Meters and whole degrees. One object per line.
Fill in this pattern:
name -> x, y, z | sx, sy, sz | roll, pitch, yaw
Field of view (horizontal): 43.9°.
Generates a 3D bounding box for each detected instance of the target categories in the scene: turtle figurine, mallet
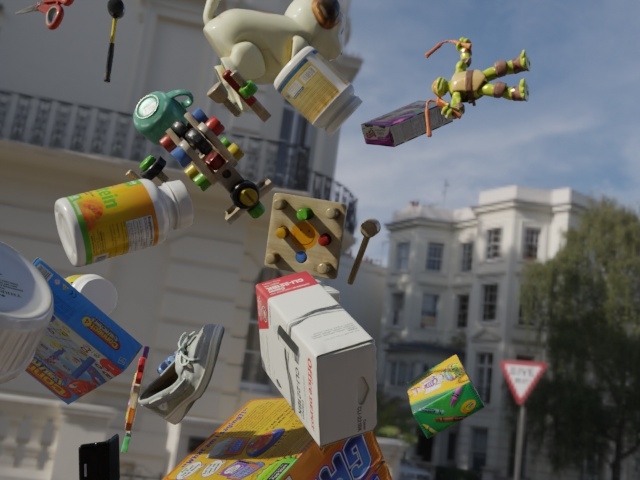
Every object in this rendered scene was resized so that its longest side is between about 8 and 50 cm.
turtle figurine -> 0.319, -0.315, 1.644 | 0.217, 0.270, 0.087 | -1, -35, 25
mallet -> -0.470, -0.454, 1.790 | 0.039, 0.190, 0.062 | 7, -8, -11

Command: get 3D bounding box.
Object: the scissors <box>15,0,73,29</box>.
scissors -> -0.626, -0.541, 1.801 | 0.021, 0.109, 0.297 | 22, 5, -41

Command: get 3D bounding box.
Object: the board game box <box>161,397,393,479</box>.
board game box -> -0.077, 0.610, 1.851 | 0.356, 0.356, 0.356 | -11, 17, 39

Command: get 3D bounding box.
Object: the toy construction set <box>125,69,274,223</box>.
toy construction set -> -0.191, -0.178, 1.666 | 0.237, 0.309, 0.257 | 45, -28, -23

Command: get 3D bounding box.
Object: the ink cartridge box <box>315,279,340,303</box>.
ink cartridge box -> -0.034, 0.228, 2.216 | 0.121, 0.211, 0.289 | 0, 4, -12

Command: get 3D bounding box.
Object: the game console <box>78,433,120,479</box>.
game console -> -0.535, 0.541, 1.923 | 0.107, 0.122, 0.071 | -2, 2, -25

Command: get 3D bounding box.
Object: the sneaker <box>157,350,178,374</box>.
sneaker -> -0.421, 0.354, 2.350 | 0.144, 0.053, 0.059 | -27, -31, -41

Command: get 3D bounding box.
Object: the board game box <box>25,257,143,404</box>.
board game box -> -0.616, 0.220, 1.836 | 0.308, 0.086, 0.302 | 44, -45, -15

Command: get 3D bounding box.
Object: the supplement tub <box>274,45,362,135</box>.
supplement tub -> -0.004, -0.380, 2.030 | 0.199, 0.144, 0.144 | 44, -19, -3

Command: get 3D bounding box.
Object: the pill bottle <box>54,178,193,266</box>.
pill bottle -> -0.383, -0.045, 1.564 | 0.245, 0.136, 0.136 | -18, -1, -28

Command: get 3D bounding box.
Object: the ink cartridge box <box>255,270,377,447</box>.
ink cartridge box -> -0.012, 0.208, 1.437 | 0.114, 0.197, 0.273 | -14, 29, -23

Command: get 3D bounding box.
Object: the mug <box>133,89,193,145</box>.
mug -> -0.426, -0.342, 2.110 | 0.129, 0.158, 0.097 | 12, -17, 34

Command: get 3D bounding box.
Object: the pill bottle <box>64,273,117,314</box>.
pill bottle -> -0.605, 0.146, 2.047 | 0.119, 0.119, 0.208 | 15, -12, -31

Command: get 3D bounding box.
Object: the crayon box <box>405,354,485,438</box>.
crayon box -> 0.322, 0.404, 2.082 | 0.165, 0.081, 0.278 | -30, 3, 5

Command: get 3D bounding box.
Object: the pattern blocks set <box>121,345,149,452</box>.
pattern blocks set -> -0.569, 0.480, 2.429 | 0.026, 0.325, 0.285 | 12, 6, -9

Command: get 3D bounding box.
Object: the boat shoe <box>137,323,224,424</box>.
boat shoe -> -0.296, 0.282, 1.700 | 0.103, 0.118, 0.320 | 25, -47, -14

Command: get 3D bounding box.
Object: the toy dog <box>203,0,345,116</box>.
toy dog -> -0.119, -0.589, 2.360 | 0.407, 0.395, 0.284 | -23, 0, -10

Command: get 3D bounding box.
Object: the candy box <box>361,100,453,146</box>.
candy box -> 0.265, -0.361, 2.429 | 0.233, 0.071, 0.159 | -25, 21, -25

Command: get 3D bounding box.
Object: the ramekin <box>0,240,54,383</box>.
ramekin -> -0.572, 0.099, 1.317 | 0.273, 0.127, 0.273 | 38, 15, -12

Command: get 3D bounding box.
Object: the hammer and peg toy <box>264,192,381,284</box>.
hammer and peg toy -> 0.000, 0.000, 2.598 | 0.361, 0.266, 0.127 | 11, 8, 15
